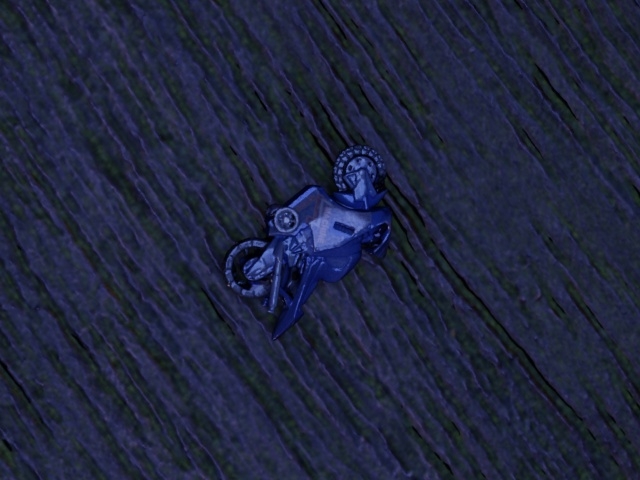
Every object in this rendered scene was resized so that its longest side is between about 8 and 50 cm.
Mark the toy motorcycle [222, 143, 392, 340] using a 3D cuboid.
[{"bbox_3d":[0.000,0.000,1.133,0.205,0.076,0.114,-41,100,-5],"label":"toy motorcycle"}]
